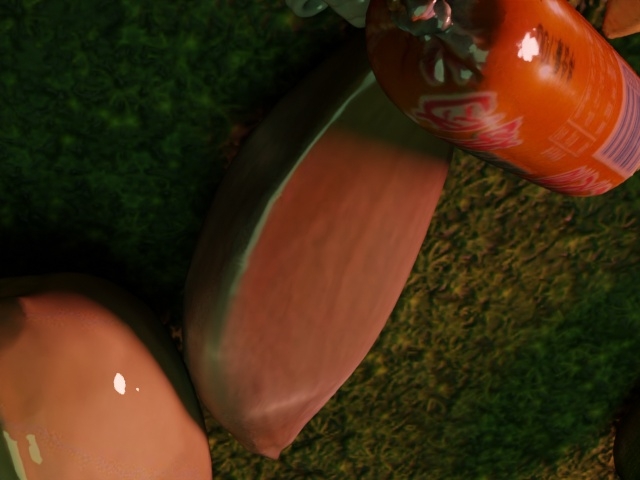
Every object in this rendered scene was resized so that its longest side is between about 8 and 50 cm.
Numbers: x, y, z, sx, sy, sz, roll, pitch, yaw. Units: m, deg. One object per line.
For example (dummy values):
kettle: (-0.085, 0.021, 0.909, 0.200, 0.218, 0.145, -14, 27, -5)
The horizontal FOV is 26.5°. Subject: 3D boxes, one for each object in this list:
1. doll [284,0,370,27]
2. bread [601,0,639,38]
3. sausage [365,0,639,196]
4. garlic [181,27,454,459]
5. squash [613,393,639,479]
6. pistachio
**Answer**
doll: (0.090, -0.214, 0.684, 0.293, 0.119, 0.138, -41, 168, 18)
bread: (0.274, -0.178, 0.665, 0.168, 0.163, 0.264, -22, 144, -27)
sausage: (0.099, -0.083, 0.690, 0.093, 0.093, 0.312, -36, 163, 17)
garlic: (-0.008, 0.001, 0.827, 0.143, 0.112, 0.318, 3, 130, -35)
squash: (0.300, 0.091, 0.978, 0.080, 0.071, 0.318, 32, 114, -9)
pistachio: (-0.162, 0.140, 0.866, 0.187, 0.187, 0.299, -17, 132, 3)
